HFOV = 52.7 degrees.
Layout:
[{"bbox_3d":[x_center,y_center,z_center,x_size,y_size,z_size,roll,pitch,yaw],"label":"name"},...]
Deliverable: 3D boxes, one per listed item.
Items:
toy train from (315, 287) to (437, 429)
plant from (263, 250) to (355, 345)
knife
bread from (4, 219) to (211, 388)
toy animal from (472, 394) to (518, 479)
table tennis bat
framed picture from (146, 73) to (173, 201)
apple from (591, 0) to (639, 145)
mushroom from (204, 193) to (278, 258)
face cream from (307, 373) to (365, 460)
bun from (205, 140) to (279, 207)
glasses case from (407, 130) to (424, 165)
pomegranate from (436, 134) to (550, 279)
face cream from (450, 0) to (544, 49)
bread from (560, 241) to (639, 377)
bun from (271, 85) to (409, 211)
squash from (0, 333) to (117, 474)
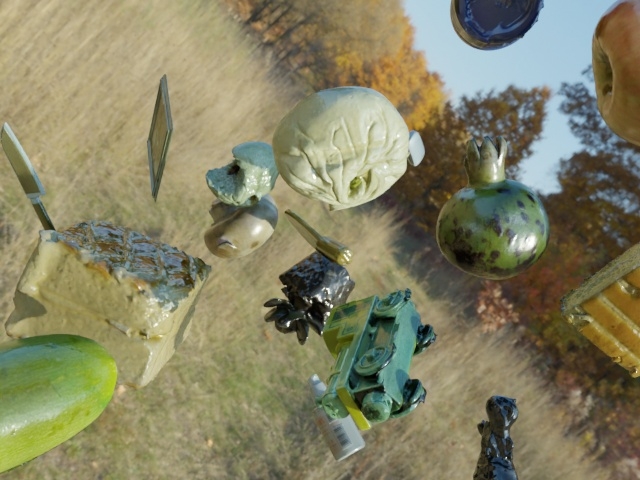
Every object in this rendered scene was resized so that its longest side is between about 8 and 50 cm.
[{"bbox_3d":[0.099,0.246,1.341,0.150,0.237,0.369,59,27,-16],"label":"toy train"},{"bbox_3d":[-0.040,0.171,1.957,0.199,0.276,0.188,32,-16,42],"label":"plant"},{"bbox_3d":[-0.685,-0.121,1.554,0.027,0.061,0.343,-53,133,-51],"label":"knife"},{"bbox_3d":[-0.502,0.132,1.582,0.371,0.279,0.390,25,10,0],"label":"bread"},{"bbox_3d":[0.381,0.515,1.391,0.168,0.106,0.343,91,0,-68],"label":"toy animal"},{"bbox_3d":[0.000,0.000,1.739,0.198,0.050,0.321,48,-7,-28],"label":"table tennis bat"},{"bbox_3d":[-0.438,-0.281,1.740,0.019,0.232,0.296,7,38,-23],"label":"framed picture"},{"bbox_3d":[0.835,-0.404,1.516,0.391,0.347,0.391,-6,90,-75],"label":"apple"},{"bbox_3d":[-0.235,-0.051,1.878,0.184,0.255,0.255,61,5,-17],"label":"mushroom"},{"bbox_3d":[0.031,0.514,1.907,0.251,0.101,0.101,60,12,17],"label":"face cream"},{"bbox_3d":[-0.197,-0.164,1.719,0.126,0.204,0.212,65,-27,19],"label":"bun"},{"bbox_3d":[0.326,-0.320,2.256,0.045,0.067,0.178,32,-8,26],"label":"glasses case"},{"bbox_3d":[0.386,-0.068,1.402,0.242,0.305,0.242,14,7,-2],"label":"pomegranate"},{"bbox_3d":[0.497,-0.673,1.844,0.249,0.249,0.225,48,16,-5],"label":"face cream"},{"bbox_3d":[0.672,0.143,1.361,0.246,0.239,0.111,40,31,-10],"label":"bread"},{"bbox_3d":[0.041,-0.140,1.062,0.229,0.229,0.145,36,33,-55],"label":"bun"},{"bbox_3d":[-0.567,0.296,1.256,0.233,0.210,0.309,56,30,14],"label":"squash"}]
